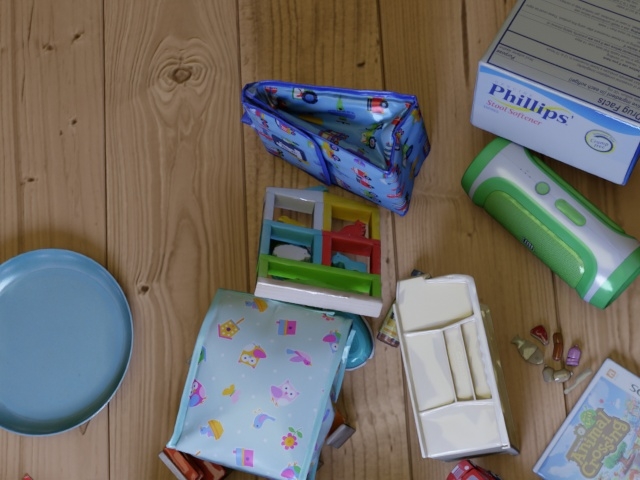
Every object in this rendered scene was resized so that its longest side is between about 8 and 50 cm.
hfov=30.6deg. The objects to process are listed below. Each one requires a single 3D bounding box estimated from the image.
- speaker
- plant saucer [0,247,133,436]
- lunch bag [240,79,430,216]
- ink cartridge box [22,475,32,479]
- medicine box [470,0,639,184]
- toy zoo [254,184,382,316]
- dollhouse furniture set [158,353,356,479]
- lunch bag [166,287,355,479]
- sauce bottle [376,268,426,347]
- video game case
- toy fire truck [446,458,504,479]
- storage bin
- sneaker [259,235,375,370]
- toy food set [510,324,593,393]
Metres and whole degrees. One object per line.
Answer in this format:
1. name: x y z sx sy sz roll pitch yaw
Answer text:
1. speaker: 0.361 -0.031 1.813 0.296 0.131 0.131 43 88 17
2. plant saucer: -0.461 0.172 1.975 0.318 0.044 0.317 -2 78 11
3. lunch bag: 0.010 -0.171 1.866 0.293 0.221 0.138 18 78 15
4. ink cartridge box: -0.498 0.499 1.909 0.145 0.045 0.179 40 90 16
5. medicine box: 0.411 -0.273 1.803 0.263 0.149 0.289 24 61 15
6. toy zoo: 0.000 0.000 1.838 0.192 0.030 0.293 11 37 -6
7. dollhouse furniture set: -0.119 0.277 1.837 0.259 0.135 0.262 -44 74 -1
8. lunch bag: -0.083 0.212 1.730 0.223 0.160 0.262 13 76 8
9. sauce bottle: 0.133 0.108 1.875 0.042 0.042 0.128 23 84 15
10. video game case: 0.461 0.318 1.774 0.193 0.023 0.212 34 86 16
11. toy fire truck: 0.280 0.401 1.730 0.047 0.192 0.135 -51 46 4
12. storage bin: 0.203 0.193 1.729 0.123 0.262 0.260 -12 76 10
13. sneaker: -0.017 0.093 1.872 0.107 0.110 0.275 -38 74 1
14. toy food set: 0.365 0.180 1.827 0.078 0.019 0.122 -40 66 0
